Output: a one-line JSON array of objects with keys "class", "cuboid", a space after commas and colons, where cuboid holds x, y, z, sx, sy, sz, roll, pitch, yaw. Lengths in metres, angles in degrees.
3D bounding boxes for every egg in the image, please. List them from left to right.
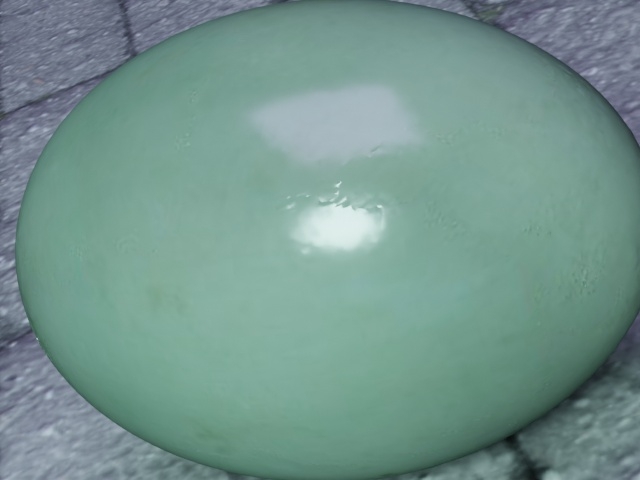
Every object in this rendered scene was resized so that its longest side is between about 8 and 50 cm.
[{"class": "egg", "cuboid": [0.000, 0.000, 0.857, 0.389, 0.276, 0.276, -7, 32, 27]}]
